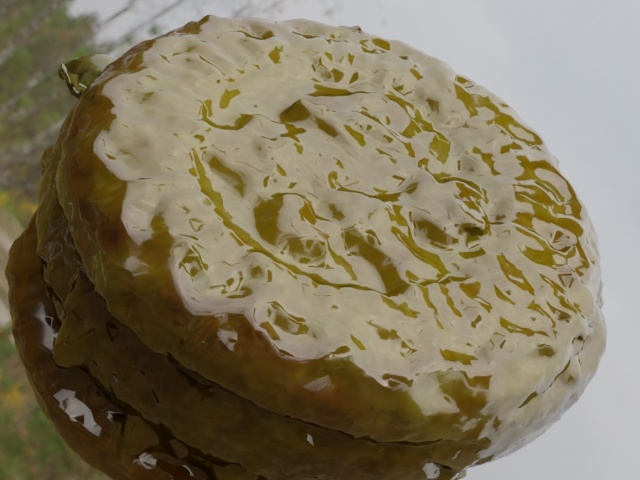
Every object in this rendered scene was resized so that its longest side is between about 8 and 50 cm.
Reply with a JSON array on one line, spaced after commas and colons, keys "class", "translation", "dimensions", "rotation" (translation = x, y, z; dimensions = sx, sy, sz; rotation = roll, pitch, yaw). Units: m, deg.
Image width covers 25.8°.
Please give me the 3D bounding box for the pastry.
[{"class": "pastry", "translation": [0.000, 0.000, 0.582], "dimensions": [0.132, 0.240, 0.235], "rotation": [123, -23, -48]}]
